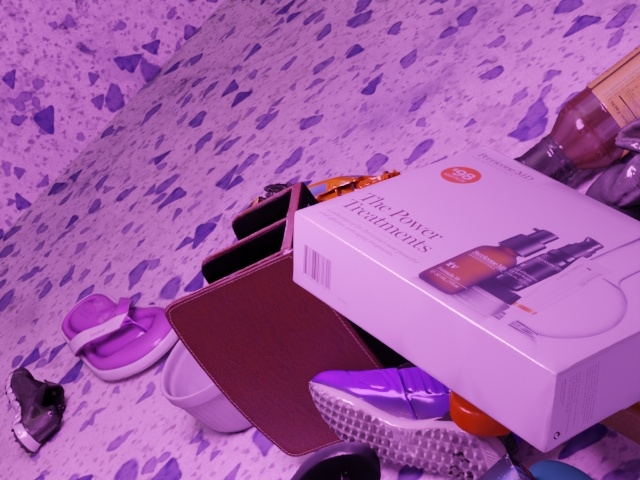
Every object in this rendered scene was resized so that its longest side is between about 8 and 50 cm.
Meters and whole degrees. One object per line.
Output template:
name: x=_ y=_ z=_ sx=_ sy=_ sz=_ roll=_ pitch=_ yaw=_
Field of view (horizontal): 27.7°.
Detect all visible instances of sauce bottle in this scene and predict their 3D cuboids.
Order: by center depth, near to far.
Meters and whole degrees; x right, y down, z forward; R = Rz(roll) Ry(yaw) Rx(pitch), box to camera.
sauce bottle: x=0.404 y=-0.177 z=1.768 sx=0.344 sy=0.111 sz=0.111 roll=-37 pitch=26 yaw=11

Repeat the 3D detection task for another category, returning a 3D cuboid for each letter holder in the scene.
letter holder: x=-0.035 y=0.114 z=1.692 sx=0.214 sy=0.302 sz=0.152 roll=-26 pitch=30 yaw=22

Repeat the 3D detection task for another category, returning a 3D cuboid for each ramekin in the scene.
ramekin: x=-0.128 y=0.190 z=1.945 sx=0.207 sy=0.109 sz=0.207 roll=-32 pitch=27 yaw=18

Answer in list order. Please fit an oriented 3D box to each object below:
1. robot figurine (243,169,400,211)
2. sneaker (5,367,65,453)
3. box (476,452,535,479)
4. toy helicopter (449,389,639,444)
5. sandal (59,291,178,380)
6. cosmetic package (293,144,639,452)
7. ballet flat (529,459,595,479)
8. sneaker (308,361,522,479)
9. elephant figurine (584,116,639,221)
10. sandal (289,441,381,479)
robot figurine: x=0.000 y=0.000 z=1.963 sx=0.291 sy=0.211 sz=0.085 roll=-17 pitch=-1 yaw=25
sneaker: x=-0.512 y=0.290 z=2.373 sx=0.106 sy=0.078 sz=0.234 roll=-38 pitch=29 yaw=2
box: x=0.137 y=0.338 z=1.272 sx=0.233 sy=0.044 sz=0.159 roll=-45 pitch=24 yaw=10
toy helicopter: x=0.312 y=0.154 z=1.362 sx=0.235 sy=0.140 sz=0.355 roll=-21 pitch=34 yaw=-30
sandal: x=-0.396 y=0.158 z=2.379 sx=0.169 sy=0.102 sz=0.416 roll=-52 pitch=28 yaw=-20
cosmetic package: x=0.195 y=0.039 z=1.338 sx=0.284 sy=0.097 sz=0.377 roll=-19 pitch=35 yaw=-35
ballet flat: x=0.273 y=0.283 z=1.279 sx=0.074 sy=0.074 sz=0.203 roll=-47 pitch=28 yaw=-10
sneaker: x=0.128 y=0.192 z=1.569 sx=0.293 sy=0.102 sz=0.146 roll=11 pitch=48 yaw=38
elephant figurine: x=0.431 y=-0.077 z=1.565 sx=0.239 sy=0.186 sz=0.169 roll=-47 pitch=-19 yaw=-35
sandal: x=-0.018 y=0.337 z=1.595 sx=0.254 sy=0.097 sz=0.054 roll=-42 pitch=35 yaw=23
